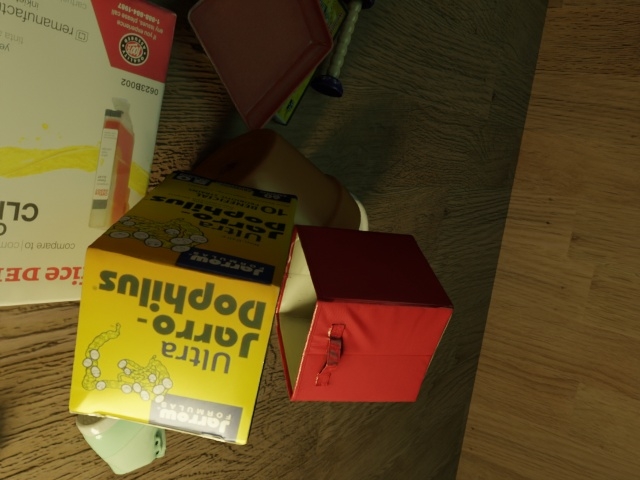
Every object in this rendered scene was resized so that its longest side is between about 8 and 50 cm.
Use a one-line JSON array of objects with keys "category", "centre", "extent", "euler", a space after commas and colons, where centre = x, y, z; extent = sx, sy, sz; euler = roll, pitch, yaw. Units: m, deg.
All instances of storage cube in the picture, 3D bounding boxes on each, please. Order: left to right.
[{"category": "storage cube", "centre": [0.051, 0.107, 0.885], "extent": [0.193, 0.215, 0.184], "euler": [5, 121, -16]}]

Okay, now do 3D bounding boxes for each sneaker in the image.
[{"category": "sneaker", "centre": [-0.280, 0.285, 1.055], "extent": [0.256, 0.094, 0.151], "euler": [-36, 126, -32]}]

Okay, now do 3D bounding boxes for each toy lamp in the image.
[{"category": "toy lamp", "centre": [0.054, -0.448, 1.297], "extent": [0.080, 0.080, 0.275], "euler": [26, 83, -57]}]

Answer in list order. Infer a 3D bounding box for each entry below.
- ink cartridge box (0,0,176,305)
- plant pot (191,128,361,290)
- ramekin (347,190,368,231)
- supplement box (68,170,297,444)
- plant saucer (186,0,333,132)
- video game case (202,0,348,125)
[{"category": "ink cartridge box", "centre": [-0.352, -0.123, 0.725], "extent": [0.279, 0.160, 0.385], "euler": [2, 101, -56]}, {"category": "plant pot", "centre": [-0.103, -0.055, 1.049], "extent": [0.291, 0.291, 0.203], "euler": [-55, 126, -29]}, {"category": "ramekin", "centre": [0.000, 0.000, 1.341], "extent": [0.273, 0.127, 0.273], "euler": [-28, 125, -49]}, {"category": "supplement box", "centre": [-0.148, 0.055, 0.769], "extent": [0.356, 0.194, 0.195], "euler": [-89, -169, -71]}, {"category": "plant saucer", "centre": [-0.101, -0.359, 1.038], "extent": [0.259, 0.047, 0.258], "euler": [-53, 144, -20]}, {"category": "video game case", "centre": [-0.071, -0.393, 1.133], "extent": [0.275, 0.035, 0.248], "euler": [-62, 146, -7]}]
